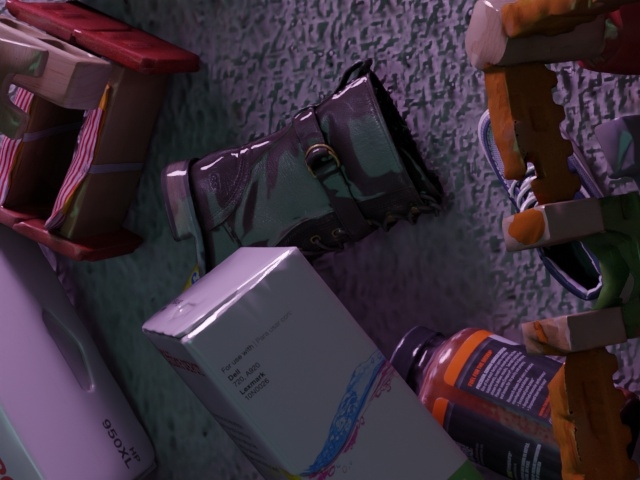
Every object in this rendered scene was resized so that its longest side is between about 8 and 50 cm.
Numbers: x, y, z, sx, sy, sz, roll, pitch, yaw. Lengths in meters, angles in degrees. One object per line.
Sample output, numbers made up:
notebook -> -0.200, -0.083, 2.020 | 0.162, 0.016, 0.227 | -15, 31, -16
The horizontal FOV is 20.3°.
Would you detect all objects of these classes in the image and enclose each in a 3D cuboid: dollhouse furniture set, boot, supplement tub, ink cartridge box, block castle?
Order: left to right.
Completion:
ink cartridge box -> -0.398, 0.193, 1.696 | 0.395, 0.166, 0.285 | -30, 92, 27
dollhouse furniture set -> -0.271, -0.092, 1.510 | 0.152, 0.374, 0.201 | 25, 104, 20
boot -> 0.000, 0.000, 1.531 | 0.229, 0.091, 0.263 | -20, 96, 18
ink cartridge box -> 0.000, 0.142, 1.417 | 0.117, 0.201, 0.278 | -41, 99, -12
supplement tub -> 0.152, 0.135, 1.447 | 0.198, 0.106, 0.106 | 23, 105, 25
boot -> 0.183, -0.035, 1.426 | 0.069, 0.086, 0.190 | -47, 73, 24
block castle -> 0.296, -0.001, 1.244 | 0.303, 0.213, 0.453 | -19, 81, 60

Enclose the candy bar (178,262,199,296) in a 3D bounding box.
candy bar -> -0.092, 0.013, 1.620 | 0.040, 0.018, 0.161 | 36, 111, 21
